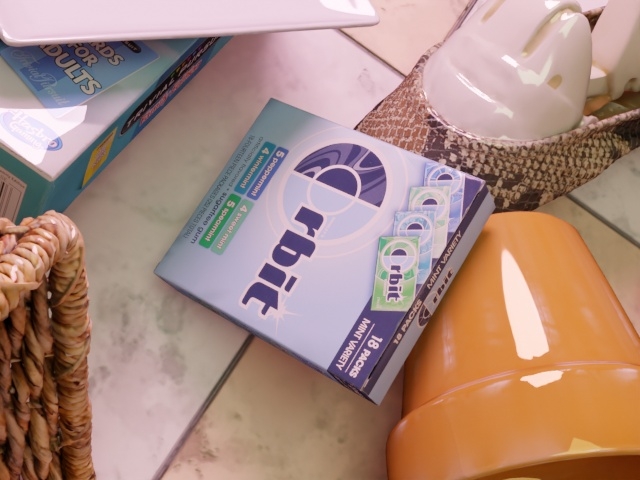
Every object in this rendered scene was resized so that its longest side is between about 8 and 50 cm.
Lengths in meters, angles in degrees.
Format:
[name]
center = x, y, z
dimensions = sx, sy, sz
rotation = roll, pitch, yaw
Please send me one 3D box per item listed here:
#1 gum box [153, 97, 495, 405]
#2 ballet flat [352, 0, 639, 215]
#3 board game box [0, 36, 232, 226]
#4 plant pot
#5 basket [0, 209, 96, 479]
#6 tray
[gum box]
center = 0.000, 0.000, 0.626
dimensions = 0.184, 0.041, 0.157
rotation = 25, 76, 31
[ballet flat]
center = 0.218, -0.143, 0.719
dimensions = 0.483, 0.182, 0.164
rotation = -20, 56, -20
[board game box]
center = -0.194, -0.189, 0.614
dimensions = 0.254, 0.079, 0.336
rotation = 35, 48, -4
[plant pot]
center = 0.140, 0.091, 0.633
dimensions = 0.205, 0.205, 0.187
rotation = 3, 58, -15
[basket]
center = -0.213, 0.155, 0.423
dimensions = 0.223, 0.299, 0.213
rotation = -1, 42, -16
[tray]
center = -0.098, -0.180, 0.591
dimensions = 0.270, 0.030, 0.145
rotation = -13, 67, -37
